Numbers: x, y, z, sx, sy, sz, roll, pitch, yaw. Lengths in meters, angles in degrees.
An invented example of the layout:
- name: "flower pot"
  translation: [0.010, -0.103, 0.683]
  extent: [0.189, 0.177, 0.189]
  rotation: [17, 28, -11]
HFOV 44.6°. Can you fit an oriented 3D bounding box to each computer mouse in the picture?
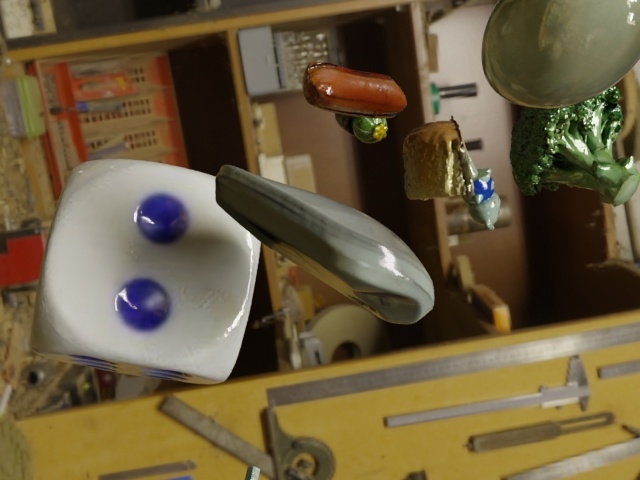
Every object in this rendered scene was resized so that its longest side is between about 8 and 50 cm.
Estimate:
- name: "computer mouse"
  translation: [0.004, -0.005, 0.968]
  extent: [0.331, 0.095, 0.197]
  rotation: [31, -13, 34]

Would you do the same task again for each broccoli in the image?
- name: "broccoli"
  translation: [0.483, -0.176, 1.485]
  extent: [0.270, 0.270, 0.270]
  rotation: [52, -17, 28]

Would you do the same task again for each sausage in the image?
- name: "sausage"
  translation: [0.075, -0.315, 1.689]
  extent: [0.330, 0.102, 0.102]
  rotation: [-3, 82, -51]

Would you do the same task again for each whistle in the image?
- name: "whistle"
  translation: [0.411, -0.135, 2.040]
  extent: [0.244, 0.092, 0.110]
  rotation: [66, 25, -16]

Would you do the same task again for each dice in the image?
- name: "dice"
  translation: [-0.270, 0.056, 1.238]
  extent: [0.277, 0.304, 0.304]
  rotation: [139, -39, -71]

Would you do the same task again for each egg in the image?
- name: "egg"
  translation: [0.318, -0.271, 1.022]
  extent: [0.253, 0.187, 0.186]
  rotation: [-27, -113, 49]

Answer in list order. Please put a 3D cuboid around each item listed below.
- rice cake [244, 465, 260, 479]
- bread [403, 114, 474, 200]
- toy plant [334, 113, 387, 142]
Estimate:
- name: "rice cake"
  translation: [-0.189, 0.649, 1.941]
  extent: [0.030, 0.042, 0.180]
  rotation: [37, 50, -27]
- name: "bread"
  translation: [0.286, -0.201, 1.930]
  extent: [0.262, 0.163, 0.204]
  rotation: [-116, -157, -87]
- name: "toy plant"
  translation: [0.108, -0.303, 1.988]
  extent: [0.162, 0.093, 0.092]
  rotation: [43, -30, 43]
